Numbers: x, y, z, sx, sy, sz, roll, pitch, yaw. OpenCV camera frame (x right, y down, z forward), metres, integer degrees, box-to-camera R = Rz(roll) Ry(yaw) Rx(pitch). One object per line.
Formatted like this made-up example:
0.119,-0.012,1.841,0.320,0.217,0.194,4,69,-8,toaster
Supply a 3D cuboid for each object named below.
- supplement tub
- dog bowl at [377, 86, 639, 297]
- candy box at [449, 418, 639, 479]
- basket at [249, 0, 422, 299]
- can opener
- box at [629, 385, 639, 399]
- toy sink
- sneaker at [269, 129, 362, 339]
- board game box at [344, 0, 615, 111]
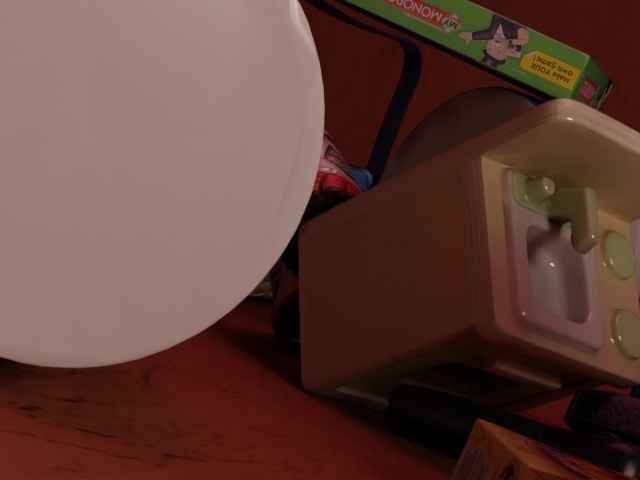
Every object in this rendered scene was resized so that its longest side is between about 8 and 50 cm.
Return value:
-0.156,-0.079,0.726,0.241,0.241,0.331,21,3,-26,supplement tub
0.151,0.005,1.252,0.104,0.265,0.265,19,4,-34,dog bowl
0.134,0.144,0.673,0.109,0.053,0.186,22,2,-11,candy box
-0.022,-0.087,1.401,0.201,0.289,0.254,25,5,42,basket
0.131,0.128,0.914,0.186,0.073,0.059,10,-39,7,can opener
0.383,0.174,1.104,0.261,0.103,0.184,22,-10,-10,box
0.118,0.030,0.935,0.152,0.131,0.234,20,-33,-39,toy sink
0.000,0.000,1.095,0.088,0.093,0.225,-8,-35,-9,sneaker
0.100,-0.199,1.297,0.317,0.046,0.213,27,9,15,board game box
